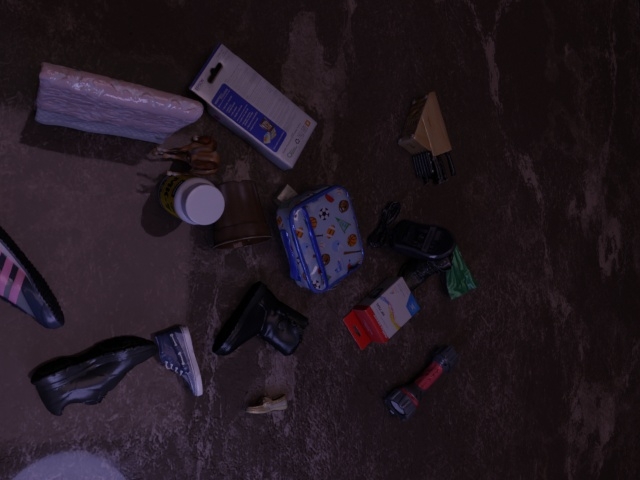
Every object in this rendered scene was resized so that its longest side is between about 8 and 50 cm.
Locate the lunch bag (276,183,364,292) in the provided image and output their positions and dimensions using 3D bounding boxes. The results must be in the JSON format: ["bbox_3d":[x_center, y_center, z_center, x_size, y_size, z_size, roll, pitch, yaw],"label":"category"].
[{"bbox_3d":[0.000,0.000,1.669,0.243,0.115,0.303,-31,116,-32],"label":"lunch bag"}]

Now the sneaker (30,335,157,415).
[{"bbox_3d":[-0.532,0.322,1.367,0.286,0.109,0.130,-18,105,-24],"label":"sneaker"}]

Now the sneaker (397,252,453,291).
[{"bbox_3d":[0.353,0.091,1.883,0.227,0.130,0.087,-38,97,-11],"label":"sneaker"}]

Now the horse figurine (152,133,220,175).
[{"bbox_3d":[-0.326,-0.215,1.459,0.174,0.263,0.066,-4,114,-26],"label":"horse figurine"}]

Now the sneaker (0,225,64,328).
[{"bbox_3d":[-0.715,0.091,1.273,0.131,0.112,0.319,-36,102,-11],"label":"sneaker"}]

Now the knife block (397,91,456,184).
[{"bbox_3d":[0.399,-0.343,1.983,0.242,0.088,0.275,29,71,-27],"label":"knife block"}]

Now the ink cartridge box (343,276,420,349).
[{"bbox_3d":[0.197,0.235,1.820,0.231,0.078,0.134,-39,106,-27],"label":"ink cartridge box"}]

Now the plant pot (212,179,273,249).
[{"bbox_3d":[-0.226,-0.071,1.545,0.167,0.167,0.165,-8,83,-32],"label":"plant pot"}]

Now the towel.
[{"bbox_3d":[-0.479,-0.301,1.310,0.332,0.317,0.053,7,82,-30],"label":"towel"}]

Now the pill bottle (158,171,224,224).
[{"bbox_3d":[-0.328,-0.106,1.437,0.119,0.208,0.119,-8,106,-30],"label":"pill bottle"}]

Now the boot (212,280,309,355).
[{"bbox_3d":[-0.158,0.266,1.589,0.207,0.094,0.246,43,60,-17],"label":"boot"}]

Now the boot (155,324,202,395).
[{"bbox_3d":[-0.371,0.323,1.480,0.086,0.069,0.190,-14,86,-24],"label":"boot"}]

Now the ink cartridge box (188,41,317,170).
[{"bbox_3d":[-0.193,-0.379,1.637,0.371,0.069,0.176,37,69,-27],"label":"ink cartridge box"}]

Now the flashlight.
[{"bbox_3d":[0.345,0.461,1.881,0.304,0.103,0.103,-38,103,-27],"label":"flashlight"}]

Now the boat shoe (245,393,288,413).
[{"bbox_3d":[-0.154,0.463,1.608,0.135,0.050,0.045,3,81,-41],"label":"boat shoe"}]

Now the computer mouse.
[{"bbox_3d":[0.310,-0.008,1.842,0.188,0.272,0.072,-59,153,-20],"label":"computer mouse"}]

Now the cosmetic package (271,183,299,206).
[{"bbox_3d":[-0.084,-0.108,1.696,0.115,0.041,0.060,45,67,-20],"label":"cosmetic package"}]

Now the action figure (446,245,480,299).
[{"bbox_3d":[0.465,0.078,2.005,0.137,0.063,0.232,-23,91,-29],"label":"action figure"}]
